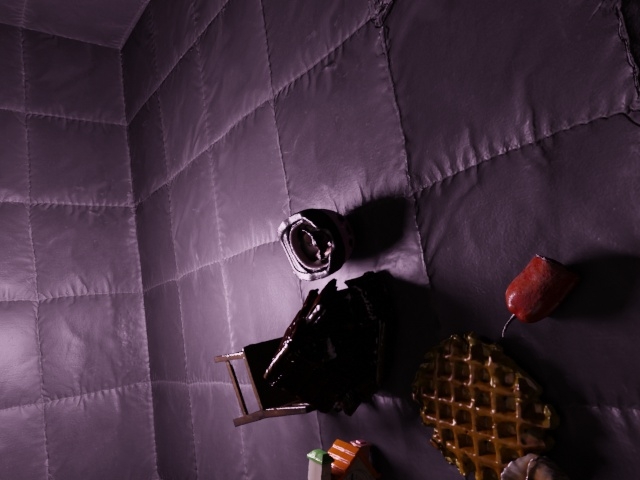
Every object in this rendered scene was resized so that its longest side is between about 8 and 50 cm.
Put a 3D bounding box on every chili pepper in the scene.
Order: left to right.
[{"bbox_3d":[0.398,0.114,0.899,0.192,0.084,0.086,-63,31,24],"label":"chili pepper"}]

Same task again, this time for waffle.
[{"bbox_3d":[0.328,0.361,1.002,0.325,0.068,0.302,54,130,36],"label":"waffle"}]

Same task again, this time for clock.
[{"bbox_3d":[0.063,0.661,1.228,0.106,0.220,0.255,-3,81,50],"label":"clock"}]

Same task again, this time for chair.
[{"bbox_3d":[-0.127,0.409,1.459,0.416,0.203,0.240,-32,69,45],"label":"chair"}]

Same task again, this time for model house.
[{"bbox_3d":[0.027,0.269,1.197,0.317,0.283,0.297,-54,52,38],"label":"model house"}]

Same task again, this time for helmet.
[{"bbox_3d":[0.000,0.000,1.332,0.198,0.154,0.253,65,158,-2],"label":"helmet"}]

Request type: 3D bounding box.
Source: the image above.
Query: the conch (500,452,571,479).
[{"bbox_3d":[0.434,0.551,0.789,0.297,0.210,0.352,-43,39,44],"label":"conch"}]
